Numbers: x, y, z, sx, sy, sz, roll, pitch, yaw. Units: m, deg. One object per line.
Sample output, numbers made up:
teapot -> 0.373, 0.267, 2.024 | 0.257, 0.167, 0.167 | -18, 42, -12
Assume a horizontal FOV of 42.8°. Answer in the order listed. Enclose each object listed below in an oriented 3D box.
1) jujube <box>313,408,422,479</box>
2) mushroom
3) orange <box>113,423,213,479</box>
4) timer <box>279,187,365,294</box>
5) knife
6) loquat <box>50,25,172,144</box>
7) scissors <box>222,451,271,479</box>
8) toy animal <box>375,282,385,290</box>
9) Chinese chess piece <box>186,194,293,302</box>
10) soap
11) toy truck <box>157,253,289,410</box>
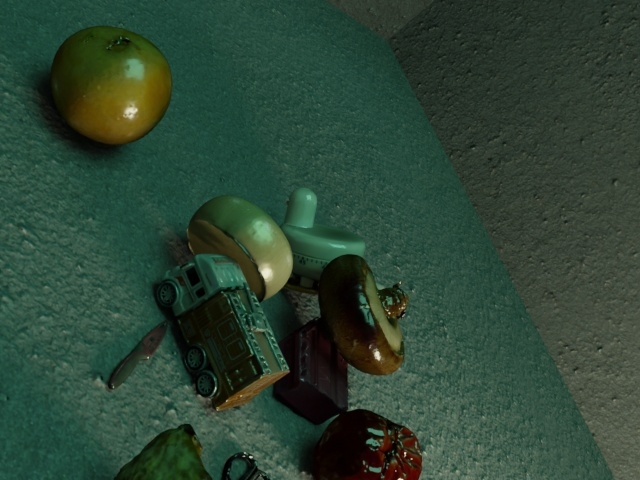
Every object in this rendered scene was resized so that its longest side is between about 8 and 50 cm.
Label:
jujube -> 0.094, 0.464, 1.729 | 0.232, 0.213, 0.213 | 29, 35, -48
mushroom -> 0.100, 0.174, 1.908 | 0.278, 0.163, 0.297 | -13, 80, -58
orange -> -0.203, 0.478, 1.197 | 0.210, 0.271, 0.369 | -27, 77, -20
timer -> 0.000, 0.000, 2.071 | 0.233, 0.240, 0.233 | 11, 11, -2
knife -> -0.334, 0.210, 1.532 | 0.035, 0.018, 0.247 | 47, 26, -6
loquat -> -0.453, -0.332, 1.759 | 0.263, 0.263, 0.263 | 38, 30, -28
scissors -> -0.177, 0.481, 1.460 | 0.109, 0.022, 0.300 | 51, 27, 3
toy animal -> 0.133, 0.220, 2.169 | 0.130, 0.103, 0.221 | 35, 31, -35
Chinese chess piece -> -0.176, 0.020, 1.764 | 0.250, 0.249, 0.103 | 49, 58, -8
soap -> -0.013, 0.281, 1.871 | 0.162, 0.099, 0.250 | 40, 30, -26
toy truck -> -0.192, 0.169, 1.638 | 0.136, 0.162, 0.306 | 3, 57, -59
